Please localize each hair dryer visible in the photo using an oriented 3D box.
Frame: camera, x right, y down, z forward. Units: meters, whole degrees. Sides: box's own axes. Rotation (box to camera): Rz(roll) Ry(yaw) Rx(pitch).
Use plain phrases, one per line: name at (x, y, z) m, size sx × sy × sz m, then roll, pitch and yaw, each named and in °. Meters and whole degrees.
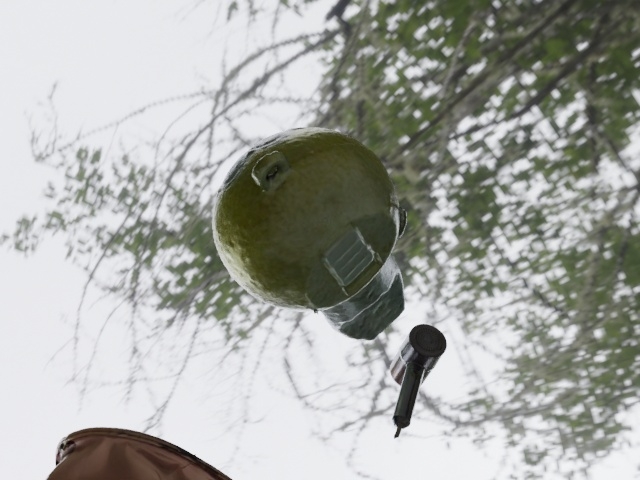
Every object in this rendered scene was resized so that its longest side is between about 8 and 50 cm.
hair dryer at (0.080, 0.136, 1.240) m, size 0.037 × 0.063 × 0.114 m, roll 22°, pitch -132°, yaw -2°

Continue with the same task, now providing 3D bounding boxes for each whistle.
whistle at (0.000, 0.000, 0.898) m, size 0.123 × 0.223 × 0.122 m, roll -9°, pitch -119°, yaw 17°

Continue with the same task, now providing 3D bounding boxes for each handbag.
handbag at (-0.156, 0.262, 1.148) m, size 0.205 × 0.179 × 0.116 m, roll 38°, pitch -135°, yaw -16°
